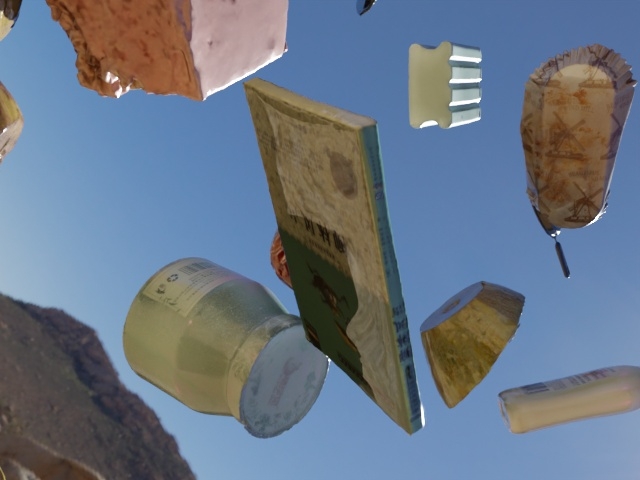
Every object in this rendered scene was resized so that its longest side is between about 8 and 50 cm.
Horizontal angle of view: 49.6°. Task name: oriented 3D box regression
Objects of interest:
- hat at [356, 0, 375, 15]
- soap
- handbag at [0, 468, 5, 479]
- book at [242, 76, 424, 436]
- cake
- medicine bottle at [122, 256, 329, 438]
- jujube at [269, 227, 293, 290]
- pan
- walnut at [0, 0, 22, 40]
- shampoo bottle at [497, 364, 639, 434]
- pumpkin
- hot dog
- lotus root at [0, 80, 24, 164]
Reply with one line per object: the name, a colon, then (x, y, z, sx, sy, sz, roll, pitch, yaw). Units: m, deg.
hat: (0.070, -0.346, 0.885, 0.121, 0.050, 0.121, 173, -90, -85)
soap: (0.257, -0.315, 1.404, 0.087, 0.265, 0.160, 4, -76, 24)
handbag: (-0.519, 0.197, 0.842, 0.401, 0.133, 0.283, 60, -37, 14)
book: (0.015, 0.015, 0.799, 0.264, 0.031, 0.379, 35, -37, 54)
cake: (-0.238, -0.384, 1.033, 0.306, 0.293, 0.314, 15, -49, 24)
medicine bottle: (-0.154, 0.183, 1.171, 0.290, 0.245, 0.245, 22, -48, 38)
jujube: (0.000, 0.000, 1.319, 0.168, 0.168, 0.236, 53, -48, 19)
pan: (0.508, -0.028, 1.510, 0.028, 0.136, 0.235, -19, -80, 31)
walnut: (-0.470, -0.317, 0.815, 0.228, 0.228, 0.228, 39, -37, 37)
shampoo bottle: (0.321, 0.177, 0.802, 0.108, 0.220, 0.051, 39, 38, -81)
pumpkin: (0.225, 0.146, 1.104, 0.110, 0.217, 0.217, 39, -33, 8)
hot dog: (0.322, -0.123, 0.882, 0.131, 0.069, 0.253, 7, -55, 22)
lotus root: (-0.672, -0.187, 1.233, 0.250, 0.316, 0.316, 44, -31, 6)
